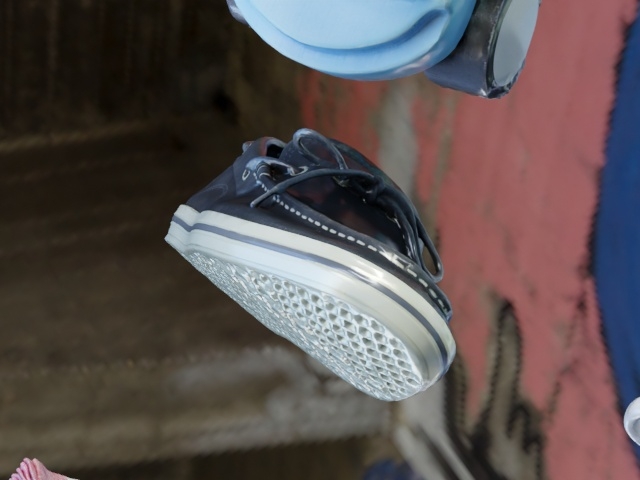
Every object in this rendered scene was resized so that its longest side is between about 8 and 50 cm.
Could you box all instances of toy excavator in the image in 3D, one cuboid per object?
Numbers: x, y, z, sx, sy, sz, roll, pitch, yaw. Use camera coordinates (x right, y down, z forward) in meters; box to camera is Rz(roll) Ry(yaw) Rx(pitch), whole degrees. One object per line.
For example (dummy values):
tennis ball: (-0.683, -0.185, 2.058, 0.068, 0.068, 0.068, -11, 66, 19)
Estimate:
toy excavator: (0.037, -0.328, 1.208, 0.445, 0.222, 0.433, 8, -78, -69)

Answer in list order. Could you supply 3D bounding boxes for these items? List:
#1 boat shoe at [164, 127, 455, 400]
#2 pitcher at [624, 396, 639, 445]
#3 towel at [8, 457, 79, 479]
boat shoe: (0.000, 0.000, 1.451, 0.187, 0.500, 0.156, 43, -95, -15)
pitcher: (0.338, 0.152, 1.371, 0.178, 0.125, 0.207, 28, -26, -12)
towel: (-0.151, 0.333, 1.973, 0.329, 0.237, 0.037, 22, -79, -39)
